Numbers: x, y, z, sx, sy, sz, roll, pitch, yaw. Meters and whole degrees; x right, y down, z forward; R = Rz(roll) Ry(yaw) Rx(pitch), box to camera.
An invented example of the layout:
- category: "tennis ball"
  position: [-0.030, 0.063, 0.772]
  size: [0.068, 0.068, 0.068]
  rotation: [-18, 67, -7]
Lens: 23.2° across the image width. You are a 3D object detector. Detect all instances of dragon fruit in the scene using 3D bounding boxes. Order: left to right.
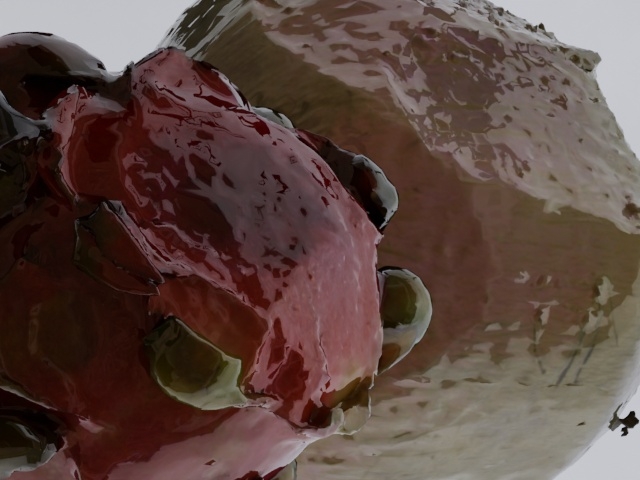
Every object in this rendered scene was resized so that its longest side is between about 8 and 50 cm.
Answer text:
- category: "dragon fruit"
  position: [-0.119, 0.014, 0.663]
  size: [0.307, 0.227, 0.243]
  rotation: [38, -69, 16]

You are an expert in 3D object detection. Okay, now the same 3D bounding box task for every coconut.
- category: "coconut"
  position: [0.000, 0.000, 1.041]
  size: [0.405, 0.404, 0.404]
  rotation: [-2, -99, 15]
